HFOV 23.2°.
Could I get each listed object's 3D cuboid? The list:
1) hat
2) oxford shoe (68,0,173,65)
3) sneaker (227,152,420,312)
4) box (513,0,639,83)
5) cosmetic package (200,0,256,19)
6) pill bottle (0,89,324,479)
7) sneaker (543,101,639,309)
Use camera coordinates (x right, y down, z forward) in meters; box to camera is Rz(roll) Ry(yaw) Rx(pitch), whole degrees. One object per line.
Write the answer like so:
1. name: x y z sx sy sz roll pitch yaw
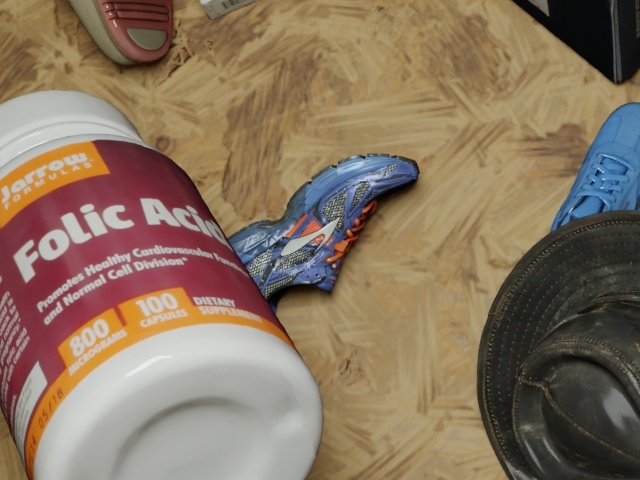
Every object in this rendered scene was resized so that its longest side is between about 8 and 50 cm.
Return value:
1. hat: 0.249 0.139 1.206 0.331 0.134 0.331 6 102 29
2. oxford shoe: -0.254 -0.301 1.518 0.130 0.123 0.348 -35 71 29
3. sneaker: 0.000 0.000 1.392 0.221 0.083 0.087 -36 78 11
4. box: 0.280 -0.394 1.359 0.293 0.212 0.395 42 86 19
5. cosmetic package: -0.100 -0.278 1.498 0.060 0.041 0.115 -23 72 6
6. pill bottle: -0.170 0.053 1.267 0.224 0.224 0.392 -37 44 1
7. sneaker: 0.243 -0.029 1.340 0.069 0.082 0.209 21 79 18
